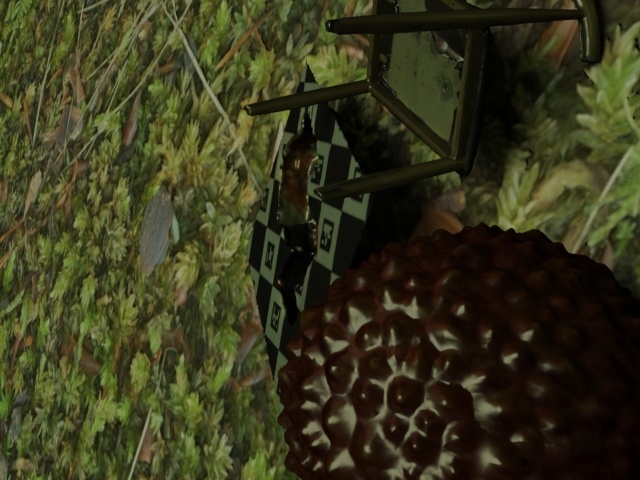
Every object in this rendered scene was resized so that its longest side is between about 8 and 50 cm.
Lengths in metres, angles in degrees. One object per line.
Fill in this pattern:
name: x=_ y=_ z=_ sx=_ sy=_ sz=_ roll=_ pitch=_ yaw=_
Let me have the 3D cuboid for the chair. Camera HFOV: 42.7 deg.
chair: x=0.088 y=-0.163 z=0.722 sx=0.188 sy=0.272 sz=0.166 roll=52 pitch=149 yaw=44

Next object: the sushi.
sushi: x=0.000 y=0.000 z=0.874 sx=0.292 sy=0.059 sz=0.294 roll=-109 pitch=32 yaw=-49

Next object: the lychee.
lychee: x=0.113 y=0.131 z=0.571 sx=0.276 sy=0.304 sz=0.275 roll=-44 pitch=17 yaw=17
